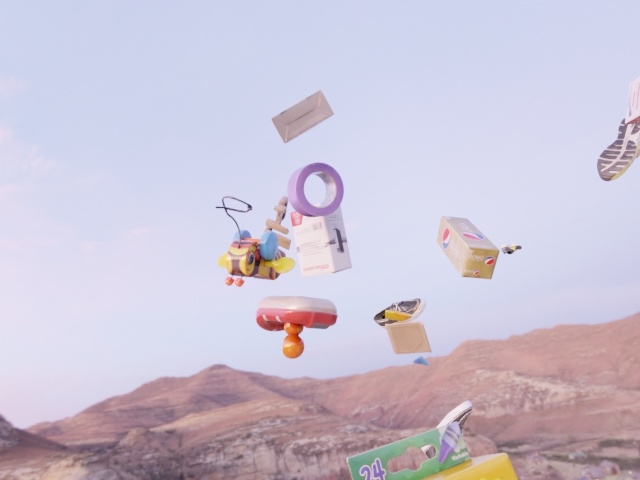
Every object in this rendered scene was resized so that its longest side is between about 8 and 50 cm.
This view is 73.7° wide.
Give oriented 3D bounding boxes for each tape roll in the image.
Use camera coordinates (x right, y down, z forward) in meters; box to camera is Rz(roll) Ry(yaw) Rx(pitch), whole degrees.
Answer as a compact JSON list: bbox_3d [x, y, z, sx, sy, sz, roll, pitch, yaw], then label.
[{"bbox_3d":[-0.017,-0.177,1.507,0.189,0.189,0.080,0,1,-25],"label":"tape roll"}]

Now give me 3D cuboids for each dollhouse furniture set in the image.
[{"bbox_3d":[-0.145,-0.076,1.816,0.123,0.151,0.144,24,-48,10],"label":"dollhouse furniture set"}]

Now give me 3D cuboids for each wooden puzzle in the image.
[{"bbox_3d":[0.159,0.175,0.773,0.078,0.116,0.014,-2,25,26],"label":"wooden puzzle"}]

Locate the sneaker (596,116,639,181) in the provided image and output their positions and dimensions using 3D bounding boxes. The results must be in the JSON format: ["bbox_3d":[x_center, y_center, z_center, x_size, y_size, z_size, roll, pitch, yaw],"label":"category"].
[{"bbox_3d":[0.855,-0.245,1.191,0.094,0.081,0.208,35,-92,-36],"label":"sneaker"}]

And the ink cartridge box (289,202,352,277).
[{"bbox_3d":[0.000,0.000,1.706,0.114,0.273,0.197,-7,-4,-43],"label":"ink cartridge box"}]

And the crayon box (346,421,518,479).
[{"bbox_3d":[0.178,0.406,0.518,0.203,0.323,0.083,-5,-28,-26],"label":"crayon box"}]

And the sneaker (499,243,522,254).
[{"bbox_3d":[0.655,0.032,1.466,0.083,0.035,0.031,-1,-24,-14],"label":"sneaker"}]

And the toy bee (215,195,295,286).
[{"bbox_3d":[-0.180,0.045,1.024,0.195,0.162,0.298,-6,-29,38],"label":"toy bee"}]

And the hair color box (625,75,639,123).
[{"bbox_3d":[0.698,-0.307,0.882,0.053,0.093,0.167,5,2,13],"label":"hair color box"}]

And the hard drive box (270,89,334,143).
[{"bbox_3d":[-0.061,-0.401,1.410,0.181,0.089,0.232,-30,12,3],"label":"hard drive box"}]

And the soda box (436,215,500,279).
[{"bbox_3d":[0.283,0.010,0.839,0.058,0.181,0.061,6,-69,-2],"label":"soda box"}]

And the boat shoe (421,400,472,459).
[{"bbox_3d":[0.541,0.798,1.766,0.113,0.105,0.306,23,-71,-50],"label":"boat shoe"}]

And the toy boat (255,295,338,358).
[{"bbox_3d":[-0.068,0.218,1.069,0.151,0.151,0.231,13,-13,-36],"label":"toy boat"}]

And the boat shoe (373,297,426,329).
[{"bbox_3d":[0.296,0.271,1.614,0.070,0.078,0.219,36,-54,-26],"label":"boat shoe"}]
